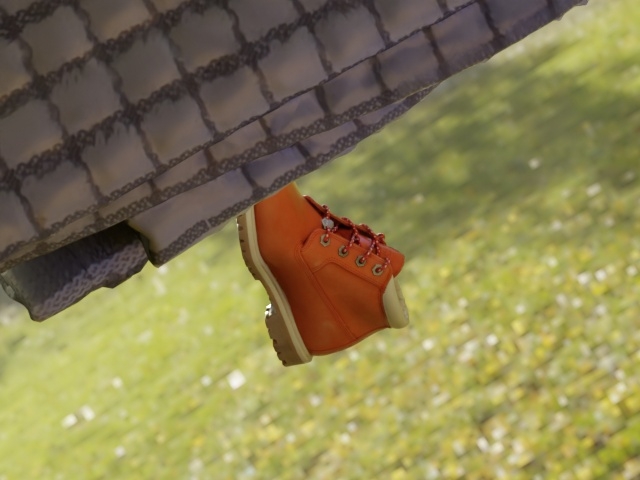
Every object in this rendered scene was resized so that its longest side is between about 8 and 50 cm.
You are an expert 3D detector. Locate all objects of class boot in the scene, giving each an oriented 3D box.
[{"bbox_3d":[0.000,0.000,1.045,0.084,0.158,0.059,-11,44,10],"label":"boot"}]

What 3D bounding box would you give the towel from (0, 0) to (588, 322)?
[{"bbox_3d":[-0.032,-0.137,0.534,0.283,0.235,0.121,-31,2,-7],"label":"towel"}]
